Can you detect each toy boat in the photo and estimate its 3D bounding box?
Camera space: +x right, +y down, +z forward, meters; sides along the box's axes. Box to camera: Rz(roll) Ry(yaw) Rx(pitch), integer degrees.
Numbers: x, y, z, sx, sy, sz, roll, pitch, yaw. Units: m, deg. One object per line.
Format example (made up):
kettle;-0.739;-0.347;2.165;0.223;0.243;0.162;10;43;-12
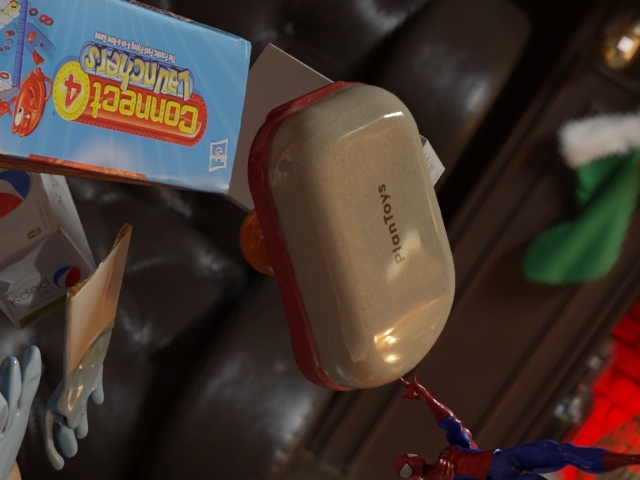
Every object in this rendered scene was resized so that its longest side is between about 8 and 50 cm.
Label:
toy boat;0.000;0.000;1.213;0.151;0.231;0.151;-1;20;46

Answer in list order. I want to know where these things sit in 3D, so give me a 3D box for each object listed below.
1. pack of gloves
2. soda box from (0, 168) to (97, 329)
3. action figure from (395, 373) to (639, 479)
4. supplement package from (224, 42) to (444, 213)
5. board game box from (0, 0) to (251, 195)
pack of gloves;-0.210;0.117;1.136;0.046;0.232;0.195;24;46;8
soda box;-0.235;-0.033;1.228;0.069;0.074;0.216;59;2;-41
action figure;0.160;0.191;1.453;0.139;0.280;0.091;44;55;-33
supplement package;-0.005;-0.097;2.127;0.262;0.204;0.145;33;-4;18
board game box;-0.244;-0.093;0.796;0.308;0.086;0.302;8;-1;30
